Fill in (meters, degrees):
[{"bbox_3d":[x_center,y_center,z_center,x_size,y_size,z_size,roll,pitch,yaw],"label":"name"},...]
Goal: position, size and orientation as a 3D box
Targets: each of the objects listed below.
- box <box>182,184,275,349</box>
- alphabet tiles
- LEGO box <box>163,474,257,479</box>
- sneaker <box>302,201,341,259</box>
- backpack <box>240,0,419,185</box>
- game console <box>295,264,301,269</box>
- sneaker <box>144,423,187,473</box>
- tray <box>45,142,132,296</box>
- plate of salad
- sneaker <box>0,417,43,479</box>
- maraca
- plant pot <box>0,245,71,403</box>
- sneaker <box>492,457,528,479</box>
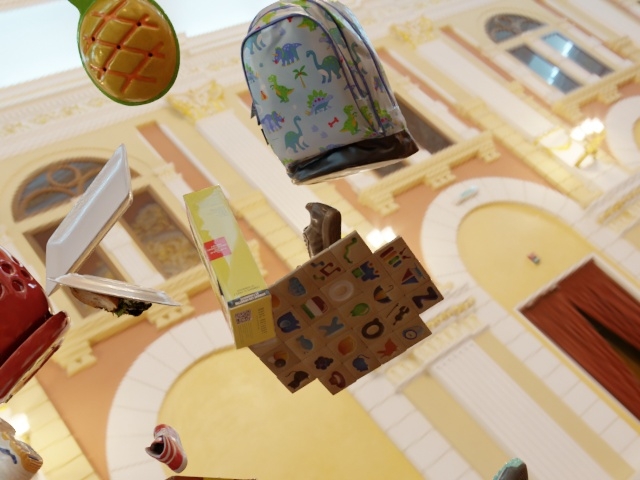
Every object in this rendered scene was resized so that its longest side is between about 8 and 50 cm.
[{"bbox_3d":[-0.126,0.030,0.984,0.058,0.232,0.087,-16,-43,-14],"label":"box"},{"bbox_3d":[0.042,0.140,1.320,0.343,0.011,0.285,-34,-59,9],"label":"alphabet tiles"},{"bbox_3d":[-0.261,0.691,1.210,0.193,0.499,0.373,20,-42,-41],"label":"LEGO box"},{"bbox_3d":[0.000,0.000,1.461,0.066,0.071,0.188,-38,-33,-41],"label":"sneaker"},{"bbox_3d":[-0.005,-0.302,1.432,0.290,0.355,0.273,-11,0,34],"label":"backpack"},{"bbox_3d":[-0.038,0.158,1.874,0.124,0.144,0.085,-52,6,11],"label":"game console"},{"bbox_3d":[-0.268,0.336,1.224,0.042,0.118,0.067,-45,-53,-6],"label":"sneaker"},{"bbox_3d":[-0.396,-0.030,1.255,0.030,0.145,0.270,25,-59,-37],"label":"tray"},{"bbox_3d":[-0.304,0.085,1.081,0.200,0.200,0.048,19,-99,-62],"label":"plate of salad"},{"bbox_3d":[-0.715,0.450,1.554,0.131,0.297,0.112,-54,-48,-15],"label":"sneaker"},{"bbox_3d":[-0.249,-0.262,0.916,0.127,0.185,0.099,-19,13,1],"label":"maraca"},{"bbox_3d":[-0.467,0.122,1.038,0.191,0.174,0.191,-50,4,5],"label":"plant pot"},{"bbox_3d":[0.242,0.339,0.868,0.065,0.076,0.166,-16,-68,-39],"label":"sneaker"}]
